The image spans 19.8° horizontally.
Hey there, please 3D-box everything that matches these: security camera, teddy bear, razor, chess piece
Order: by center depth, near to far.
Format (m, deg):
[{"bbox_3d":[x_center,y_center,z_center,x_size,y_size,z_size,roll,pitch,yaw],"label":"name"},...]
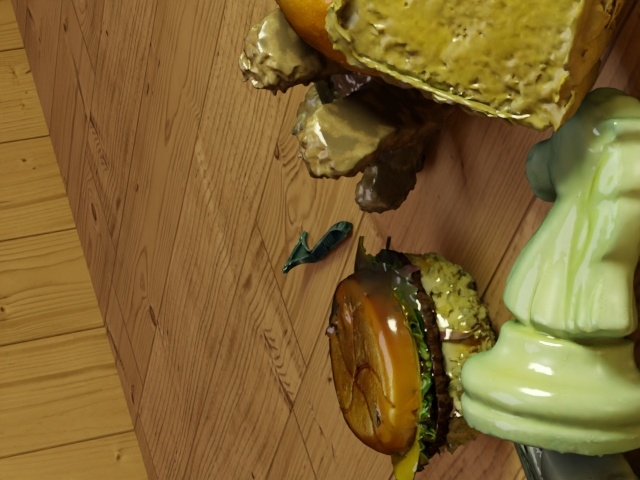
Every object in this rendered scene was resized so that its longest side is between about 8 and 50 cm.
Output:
[{"bbox_3d":[0.215,0.019,1.530,0.176,0.176,0.298,-149,64,-67],"label":"chess piece"},{"bbox_3d":[0.235,0.221,1.664,0.301,0.080,0.157,-123,12,-74],"label":"security camera"},{"bbox_3d":[0.017,-0.138,1.853,0.222,0.296,0.246,-37,79,47],"label":"teddy bear"},{"bbox_3d":[0.005,0.003,2.326,0.066,0.033,0.190,-62,11,-20],"label":"razor"}]

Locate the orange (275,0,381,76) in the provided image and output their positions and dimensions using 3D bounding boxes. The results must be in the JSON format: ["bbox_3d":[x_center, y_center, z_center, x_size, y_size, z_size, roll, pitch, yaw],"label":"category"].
[{"bbox_3d":[0.064,-0.264,1.650,0.240,0.240,0.240,170,90,-72],"label":"orange"}]

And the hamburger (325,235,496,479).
[{"bbox_3d":[0.097,0.119,1.916,0.261,0.139,0.243,-128,34,-55],"label":"hamburger"}]

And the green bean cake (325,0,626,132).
[{"bbox_3d":[0.137,-0.221,1.446,0.131,0.230,0.224,-48,-23,-58],"label":"green bean cake"}]
